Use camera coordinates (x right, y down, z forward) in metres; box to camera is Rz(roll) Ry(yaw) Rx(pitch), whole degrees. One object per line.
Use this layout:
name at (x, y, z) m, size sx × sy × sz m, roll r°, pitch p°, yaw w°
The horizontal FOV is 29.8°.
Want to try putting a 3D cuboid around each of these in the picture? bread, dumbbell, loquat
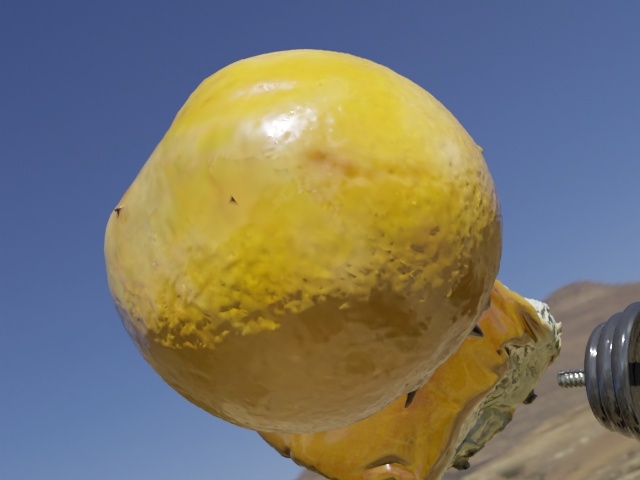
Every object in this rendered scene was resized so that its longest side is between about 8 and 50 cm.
bread at (0.079, 0.126, 1.206) m, size 0.279 × 0.250 × 0.225 m, roll -56°, pitch -29°, yaw -10°
dumbbell at (0.252, 0.085, 0.785) m, size 0.208 × 0.099 × 0.099 m, roll -9°, pitch -5°, yaw 36°
loquat at (0.000, 0.000, 0.828) m, size 0.275 × 0.275 × 0.275 m, roll -22°, pitch -16°, yaw -6°
